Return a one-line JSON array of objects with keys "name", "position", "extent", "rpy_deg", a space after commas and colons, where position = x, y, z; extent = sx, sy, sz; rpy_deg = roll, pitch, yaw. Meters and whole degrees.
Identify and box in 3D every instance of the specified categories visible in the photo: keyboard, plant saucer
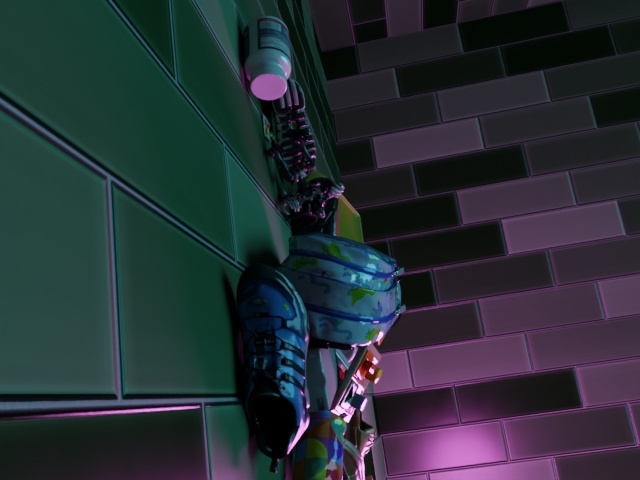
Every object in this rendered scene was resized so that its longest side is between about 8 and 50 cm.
[{"name": "keyboard", "position": [0.023, 0.261, 1.602], "extent": [0.256, 0.014, 0.072], "rpy_deg": [55, 5, -14]}, {"name": "plant saucer", "position": [0.053, -0.043, 2.015], "extent": [0.333, 0.080, 0.333], "rpy_deg": [46, 30, -44]}]

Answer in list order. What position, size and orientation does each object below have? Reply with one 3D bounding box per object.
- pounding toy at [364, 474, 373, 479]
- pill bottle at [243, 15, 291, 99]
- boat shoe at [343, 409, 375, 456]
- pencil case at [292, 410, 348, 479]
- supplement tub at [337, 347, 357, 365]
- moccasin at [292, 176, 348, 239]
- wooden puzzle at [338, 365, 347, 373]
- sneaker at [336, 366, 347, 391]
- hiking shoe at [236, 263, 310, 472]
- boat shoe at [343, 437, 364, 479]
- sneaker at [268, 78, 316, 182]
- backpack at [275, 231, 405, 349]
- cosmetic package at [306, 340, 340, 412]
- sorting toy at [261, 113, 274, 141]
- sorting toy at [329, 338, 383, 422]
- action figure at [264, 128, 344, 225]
[{"name": "pounding toy", "position": [0.141, 0.832, 1.914], "extent": [0.206, 0.094, 0.181], "rpy_deg": [-106, 175, -47]}, {"name": "pill bottle", "position": [-0.121, -0.411, 1.417], "extent": [0.108, 0.107, 0.180], "rpy_deg": [70, 13, -57]}, {"name": "boat shoe", "position": [0.095, 0.555, 1.763], "extent": [0.122, 0.119, 0.324], "rpy_deg": [-32, 112, -82]}, {"name": "pencil case", "position": [0.000, 0.432, 1.161], "extent": [0.237, 0.104, 0.105], "rpy_deg": [-81, 161, -45]}, {"name": "supplement tub", "position": [0.054, 0.284, 1.828], "extent": [0.190, 0.116, 0.117], "rpy_deg": [-53, 133, -80]}, {"name": "moccasin", "position": [0.003, 0.000, 1.722], "extent": [0.147, 0.139, 0.381], "rpy_deg": [69, 14, -63]}, {"name": "wooden puzzle", "position": [0.117, 0.262, 2.083], "extent": [0.322, 0.080, 0.348], "rpy_deg": [18, 94, -84]}, {"name": "sneaker", "position": [0.032, 0.393, 1.583], "extent": [0.276, 0.097, 0.135], "rpy_deg": [56, 25, -69]}, {"name": "hiking shoe", "position": [-0.069, 0.188, 0.968], "extent": [0.132, 0.113, 0.304], "rpy_deg": [-69, 149, -78]}, {"name": "boat shoe", "position": [0.037, 0.535, 1.343], "extent": [0.116, 0.123, 0.325], "rpy_deg": [-71, 146, -48]}, {"name": "sneaker", "position": [-0.081, -0.305, 1.650], "extent": [0.163, 0.106, 0.282], "rpy_deg": [-115, -161, -58]}, {"name": "backpack", "position": [0.026, 0.098, 1.246], "extent": [0.355, 0.289, 0.274], "rpy_deg": [-39, 148, -67]}, {"name": "cosmetic package", "position": [-0.023, 0.267, 1.301], "extent": [0.238, 0.107, 0.127], "rpy_deg": [0, 81, -80]}, {"name": "sorting toy", "position": [-0.129, -0.277, 1.549], "extent": [0.083, 0.012, 0.062], "rpy_deg": [23, 58, -81]}, {"name": "sorting toy", "position": [0.094, 0.327, 1.430], "extent": [0.348, 0.047, 0.196], "rpy_deg": [-61, 158, -15]}, {"name": "action figure", "position": [-0.036, -0.129, 1.543], "extent": [0.276, 0.164, 0.141], "rpy_deg": [63, -3, -37]}]
